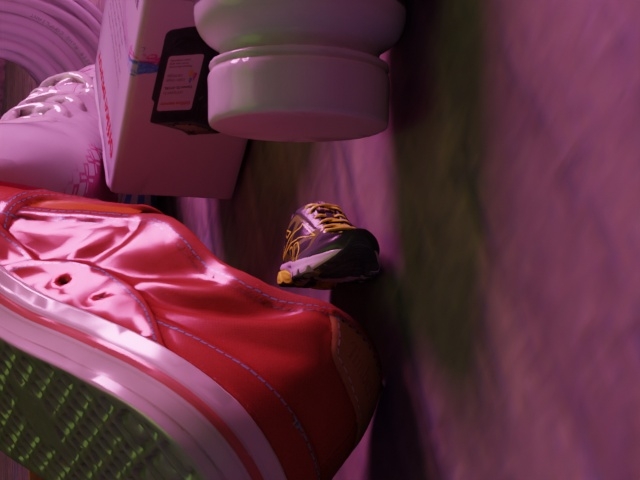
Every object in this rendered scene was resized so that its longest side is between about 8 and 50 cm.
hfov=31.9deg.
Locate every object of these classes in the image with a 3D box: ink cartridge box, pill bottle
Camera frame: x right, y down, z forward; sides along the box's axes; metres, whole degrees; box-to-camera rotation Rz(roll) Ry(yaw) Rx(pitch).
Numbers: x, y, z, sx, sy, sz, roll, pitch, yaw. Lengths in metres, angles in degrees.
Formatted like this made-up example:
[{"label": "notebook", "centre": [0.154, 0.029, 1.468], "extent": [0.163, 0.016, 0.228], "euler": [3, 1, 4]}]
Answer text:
[{"label": "ink cartridge box", "centre": [-0.073, -0.128, 0.610], "extent": [0.127, 0.072, 0.175], "euler": [-108, 28, -44]}, {"label": "pill bottle", "centre": [-0.007, -0.108, 0.408], "extent": [0.078, 0.078, 0.137], "euler": [165, 106, -70]}]

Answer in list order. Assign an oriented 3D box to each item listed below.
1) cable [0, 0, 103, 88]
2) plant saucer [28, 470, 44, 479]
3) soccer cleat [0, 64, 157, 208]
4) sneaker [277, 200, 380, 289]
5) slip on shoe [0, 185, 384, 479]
[{"label": "cable", "centre": [-0.275, -0.099, 0.909], "extent": [0.089, 0.257, 0.257], "euler": [-148, 63, -63]}, {"label": "plant saucer", "centre": [-0.083, 0.161, 0.561], "extent": [0.200, 0.037, 0.200], "euler": [24, 123, 44]}, {"label": "soccer cleat", "centre": [-0.174, -0.060, 0.736], "extent": [0.331, 0.116, 0.143], "euler": [106, 173, -85]}, {"label": "sneaker", "centre": [0.000, 0.000, 0.445], "extent": [0.083, 0.031, 0.035], "euler": [159, 113, -69]}, {"label": "slip on shoe", "centre": [-0.107, 0.030, 0.487], "extent": [0.331, 0.101, 0.123], "euler": [21, 133, 42]}]
